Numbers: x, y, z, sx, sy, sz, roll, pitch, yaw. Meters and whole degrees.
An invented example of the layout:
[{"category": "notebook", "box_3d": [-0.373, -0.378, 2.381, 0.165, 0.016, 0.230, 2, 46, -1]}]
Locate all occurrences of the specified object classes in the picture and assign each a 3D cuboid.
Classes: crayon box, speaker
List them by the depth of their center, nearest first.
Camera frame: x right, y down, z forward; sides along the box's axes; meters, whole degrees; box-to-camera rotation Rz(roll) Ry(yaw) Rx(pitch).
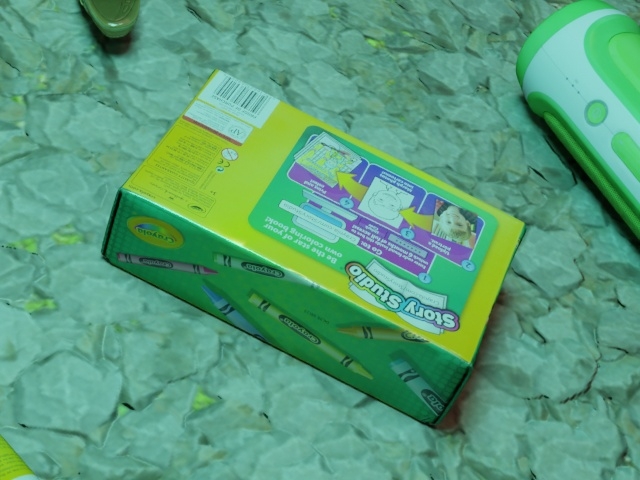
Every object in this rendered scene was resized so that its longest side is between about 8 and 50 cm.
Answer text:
[{"category": "crayon box", "box_3d": [0.000, 0.000, 0.941, 0.278, 0.081, 0.165, 27, 45, 3]}, {"category": "speaker", "box_3d": [0.296, -0.079, 1.108, 0.131, 0.131, 0.296, -12, 54, -31]}]

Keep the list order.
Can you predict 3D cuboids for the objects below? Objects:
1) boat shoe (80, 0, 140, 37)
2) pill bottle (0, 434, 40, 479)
[{"category": "boat shoe", "box_3d": [-0.187, -0.217, 1.091, 0.050, 0.045, 0.135, -8, 49, -15]}, {"category": "pill bottle", "box_3d": [-0.202, 0.146, 0.732, 0.116, 0.065, 0.065, 43, 47, 18]}]
